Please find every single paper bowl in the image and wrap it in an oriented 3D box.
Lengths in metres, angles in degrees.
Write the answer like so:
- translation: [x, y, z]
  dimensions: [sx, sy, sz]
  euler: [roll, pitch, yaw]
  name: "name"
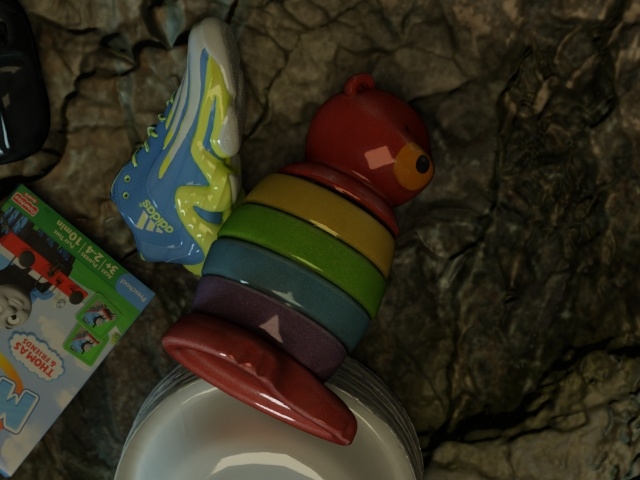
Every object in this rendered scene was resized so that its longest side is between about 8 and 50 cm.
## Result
- translation: [-0.048, 0.241, 1.753]
  dimensions: [0.284, 0.148, 0.284]
  euler: [1, 109, 3]
  name: "paper bowl"

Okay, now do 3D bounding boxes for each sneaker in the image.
- translation: [-0.129, -0.077, 1.683]
  dimensions: [0.126, 0.091, 0.240]
  euler: [0, 109, 5]
  name: "sneaker"

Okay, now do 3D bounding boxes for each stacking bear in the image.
- translation: [0.000, 0.000, 1.635]
  dimensions: [0.175, 0.164, 0.289]
  euler: [40, 73, -40]
  name: "stacking bear"

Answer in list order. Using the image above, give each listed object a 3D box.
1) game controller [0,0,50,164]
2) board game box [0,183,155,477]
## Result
- translation: [-0.405, -0.129, 1.709]
  dimensions: [0.319, 0.067, 0.166]
  euler: [-7, 122, 6]
  name: "game controller"
- translation: [-0.275, 0.081, 1.717]
  dimensions: [0.160, 0.039, 0.211]
  euler: [40, 75, -9]
  name: "board game box"
